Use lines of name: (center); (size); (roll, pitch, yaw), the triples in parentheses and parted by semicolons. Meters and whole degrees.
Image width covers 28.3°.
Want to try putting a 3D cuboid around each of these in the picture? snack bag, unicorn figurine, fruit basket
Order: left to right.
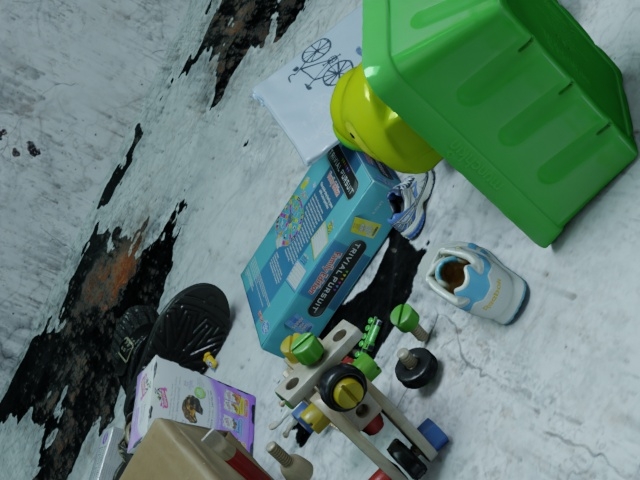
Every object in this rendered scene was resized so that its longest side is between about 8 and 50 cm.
unicorn figurine: (-0.028, 0.251, 1.927); (0.111, 0.060, 0.162); (-50, 27, 31)
snack bag: (0.064, -0.280, 2.116); (0.342, 0.037, 0.323); (-37, 36, 2)
fruit basket: (0.153, -0.167, 1.583); (0.392, 0.392, 0.283); (-45, 29, 37)

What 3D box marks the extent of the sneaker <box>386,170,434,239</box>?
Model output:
sneaker: (0.132, -0.071, 1.926); (0.052, 0.058, 0.135); (-35, 36, 49)

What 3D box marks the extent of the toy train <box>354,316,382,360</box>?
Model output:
toy train: (0.070, 0.152, 1.879); (0.023, 0.017, 0.083); (8, 73, 56)

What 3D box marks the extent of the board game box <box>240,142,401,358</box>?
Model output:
board game box: (0.000, 0.000, 2.107); (0.336, 0.079, 0.254); (-56, 24, 17)

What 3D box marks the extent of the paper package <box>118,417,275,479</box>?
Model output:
paper package: (-0.185, 0.462, 1.809); (0.309, 0.168, 0.325); (37, 101, 48)

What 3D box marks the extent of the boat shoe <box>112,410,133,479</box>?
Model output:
boat shoe: (-0.301, 0.356, 2.310); (0.355, 0.130, 0.132); (-47, 28, 35)

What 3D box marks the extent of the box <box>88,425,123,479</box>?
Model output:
box: (-0.431, 0.527, 2.481); (0.063, 0.067, 0.324); (-28, 44, 57)

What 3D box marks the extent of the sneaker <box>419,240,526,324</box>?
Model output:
sneaker: (0.180, 0.040, 1.664); (0.087, 0.092, 0.228); (-65, 21, 1)

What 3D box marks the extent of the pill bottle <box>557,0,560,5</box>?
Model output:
pill bottle: (0.197, -0.259, 1.842); (0.301, 0.169, 0.169); (-53, 25, 22)

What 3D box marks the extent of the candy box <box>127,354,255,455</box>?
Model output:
candy box: (-0.209, 0.301, 2.087); (0.070, 0.196, 0.165); (-47, 28, 35)

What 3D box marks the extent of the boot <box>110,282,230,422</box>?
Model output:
boot: (-0.307, 0.186, 2.504); (0.348, 0.131, 0.260); (-57, 24, 16)

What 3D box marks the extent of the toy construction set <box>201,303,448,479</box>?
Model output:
toy construction set: (-0.018, 0.203, 1.626); (0.309, 0.237, 0.257); (-33, 37, 13)

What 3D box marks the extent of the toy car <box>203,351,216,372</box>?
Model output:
toy car: (-0.238, 0.269, 2.371); (0.040, 0.060, 0.122); (41, 114, 34)
